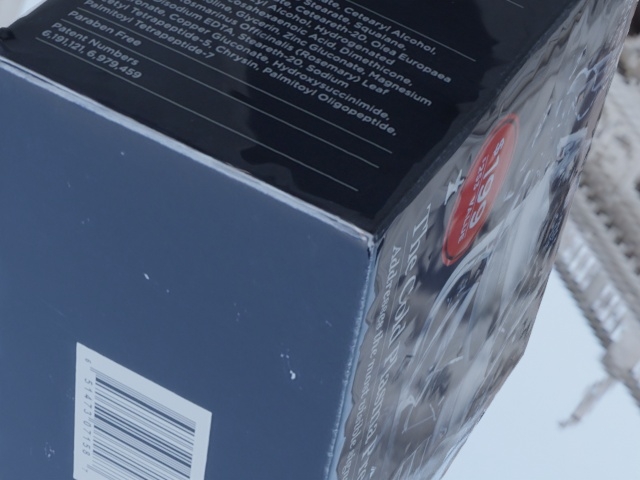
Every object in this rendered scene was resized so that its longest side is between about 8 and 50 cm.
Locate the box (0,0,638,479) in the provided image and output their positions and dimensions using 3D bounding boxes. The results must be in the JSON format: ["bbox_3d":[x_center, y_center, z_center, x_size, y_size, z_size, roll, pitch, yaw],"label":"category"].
[{"bbox_3d":[0.000,0.000,0.734,0.179,0.343,0.312,25,-134,16],"label":"box"}]
